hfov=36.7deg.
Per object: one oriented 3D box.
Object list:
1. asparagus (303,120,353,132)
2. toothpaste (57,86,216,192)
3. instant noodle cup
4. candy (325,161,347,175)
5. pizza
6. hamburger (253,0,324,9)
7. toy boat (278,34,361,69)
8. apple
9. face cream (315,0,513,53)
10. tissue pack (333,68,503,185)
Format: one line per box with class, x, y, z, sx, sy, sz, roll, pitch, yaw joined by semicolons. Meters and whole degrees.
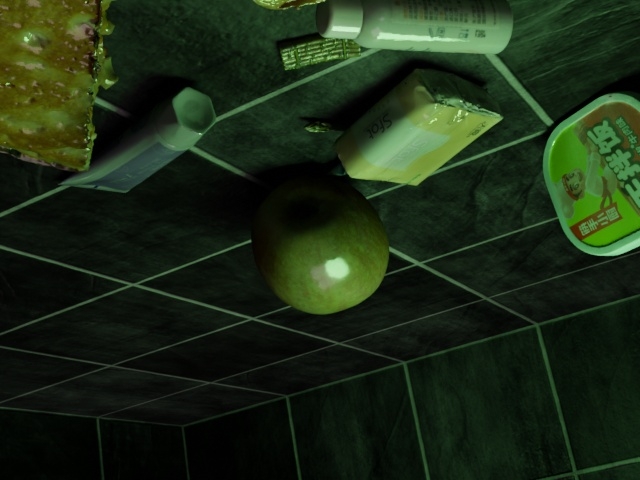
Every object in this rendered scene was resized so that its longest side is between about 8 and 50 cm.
asparagus;0.071;-0.187;1.631;0.233;0.022;0.023;-1;-158;-30
toothpaste;-0.290;-0.135;1.527;0.125;0.080;0.371;4;160;-36
instant noodle cup;0.617;-0.124;1.757;0.308;0.294;0.294;-5;160;-35
candy;0.070;-0.143;1.733;0.088;0.038;0.136;-14;172;-31
pizza;-0.351;-0.248;1.111;0.406;0.130;0.440;-24;145;33
hamburger;-0.033;-0.329;1.111;0.138;0.083;0.147;-15;162;1
toy boat;0.000;-0.271;1.374;0.115;0.016;0.063;-11;161;1
apple;0.000;0.000;1.776;0.257;0.257;0.234;-10;145;-1
face cream;0.123;-0.293;1.284;0.269;0.082;0.082;-2;158;-21
tissue pack;0.158;-0.179;1.566;0.186;0.090;0.222;6;148;-43
